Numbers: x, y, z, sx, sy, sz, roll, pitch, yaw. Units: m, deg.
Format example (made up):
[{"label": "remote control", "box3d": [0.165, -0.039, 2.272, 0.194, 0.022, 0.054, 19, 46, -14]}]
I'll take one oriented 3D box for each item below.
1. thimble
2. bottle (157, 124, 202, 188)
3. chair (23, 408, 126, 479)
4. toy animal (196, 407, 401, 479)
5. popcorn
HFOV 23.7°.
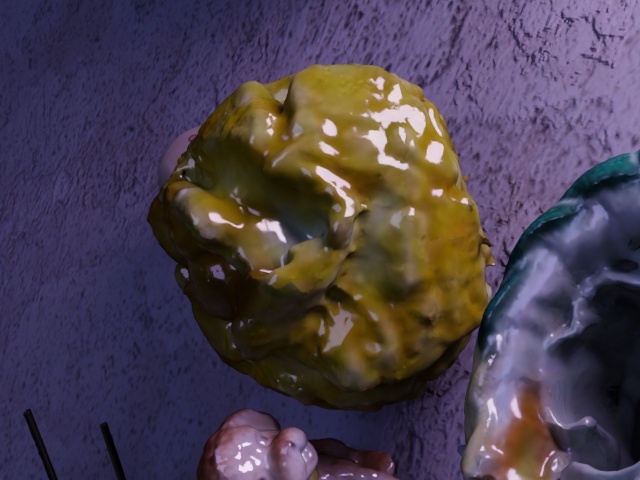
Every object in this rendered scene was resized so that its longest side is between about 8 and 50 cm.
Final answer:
[{"label": "thimble", "box3d": [0.222, 0.089, 0.966, 0.288, 0.167, 0.254, -52, 41, 19]}, {"label": "bottle", "box3d": [-0.064, -0.023, 1.413, 0.110, 0.097, 0.209, -26, 41, -15]}, {"label": "chair", "box3d": [-0.230, 0.336, 1.419, 0.160, 0.170, 0.325, -2, 116, 45]}, {"label": "toy animal", "box3d": [-0.041, 0.189, 1.214, 0.184, 0.185, 0.104, 15, 87, 51]}, {"label": "popcorn", "box3d": [0.010, 0.003, 1.181, 0.247, 0.282, 0.282, -29, 46, -2]}]
